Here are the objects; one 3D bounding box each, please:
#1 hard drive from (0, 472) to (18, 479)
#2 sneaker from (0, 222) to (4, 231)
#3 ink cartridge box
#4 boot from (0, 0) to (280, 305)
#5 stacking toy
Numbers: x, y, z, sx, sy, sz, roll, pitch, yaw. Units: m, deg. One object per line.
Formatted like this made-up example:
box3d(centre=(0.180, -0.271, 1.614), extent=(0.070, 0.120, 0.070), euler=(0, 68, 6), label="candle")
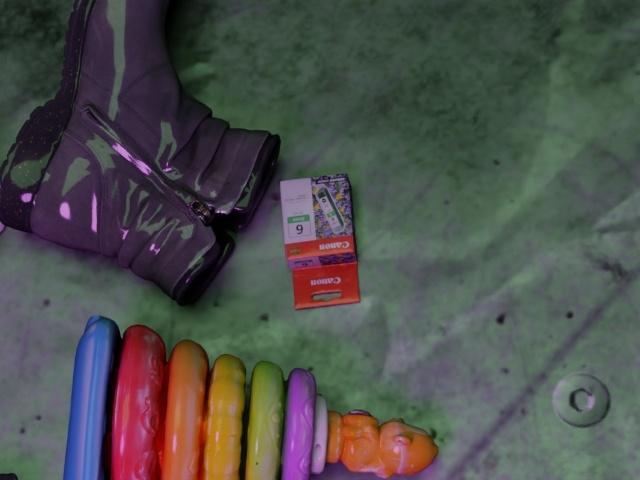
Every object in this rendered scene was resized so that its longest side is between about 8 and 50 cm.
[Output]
box3d(centre=(-0.425, 0.294, 1.210), extent=(0.339, 0.064, 0.237), euler=(-3, 37, 6), label="hard drive")
box3d(centre=(-0.400, 0.003, 1.349), extent=(0.103, 0.111, 0.252), euler=(42, 80, 20), label="sneaker")
box3d(centre=(0.000, 0.000, 1.336), extent=(0.062, 0.029, 0.115), euler=(-7, 68, 5), label="ink cartridge box")
box3d(centre=(-0.131, -0.122, 1.371), extent=(0.222, 0.118, 0.338), euler=(20, 84, 12), label="boot")
box3d(centre=(-0.053, 0.158, 1.231), extent=(0.301, 0.175, 0.166), euler=(4, 72, -2), label="stacking toy")
